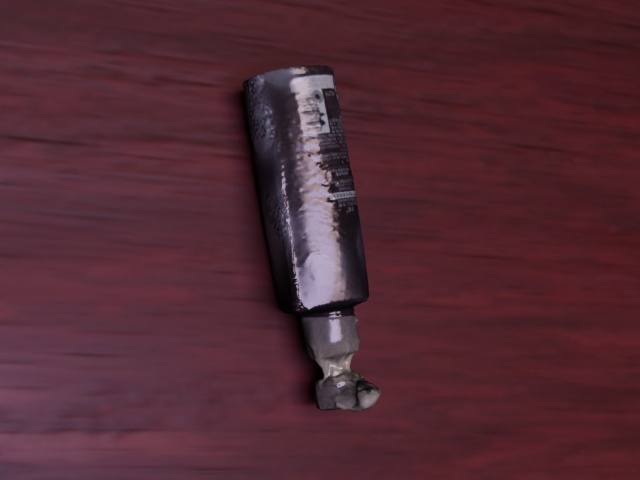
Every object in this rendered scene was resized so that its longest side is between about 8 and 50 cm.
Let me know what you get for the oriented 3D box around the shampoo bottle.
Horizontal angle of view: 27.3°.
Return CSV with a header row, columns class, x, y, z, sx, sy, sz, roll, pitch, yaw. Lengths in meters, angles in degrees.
class,x,y,z,sx,sy,sz,roll,pitch,yaw
shampoo bottle,-0.001,0.000,0.799,0.057,0.063,0.208,-10,89,-14
